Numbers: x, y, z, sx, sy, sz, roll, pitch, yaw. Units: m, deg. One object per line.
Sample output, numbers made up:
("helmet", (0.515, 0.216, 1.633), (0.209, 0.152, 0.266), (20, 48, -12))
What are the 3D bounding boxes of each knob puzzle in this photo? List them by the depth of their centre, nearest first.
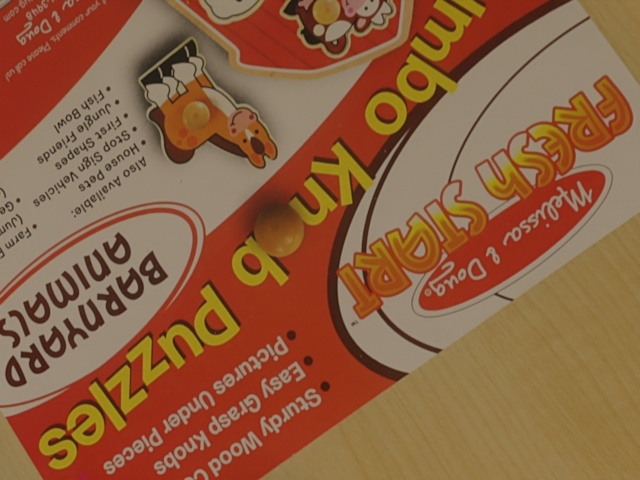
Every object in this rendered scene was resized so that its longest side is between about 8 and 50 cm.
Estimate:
("knob puzzle", (0.000, 0.000, 0.338), (0.213, 0.213, 0.030), (-24, -10, 14))
